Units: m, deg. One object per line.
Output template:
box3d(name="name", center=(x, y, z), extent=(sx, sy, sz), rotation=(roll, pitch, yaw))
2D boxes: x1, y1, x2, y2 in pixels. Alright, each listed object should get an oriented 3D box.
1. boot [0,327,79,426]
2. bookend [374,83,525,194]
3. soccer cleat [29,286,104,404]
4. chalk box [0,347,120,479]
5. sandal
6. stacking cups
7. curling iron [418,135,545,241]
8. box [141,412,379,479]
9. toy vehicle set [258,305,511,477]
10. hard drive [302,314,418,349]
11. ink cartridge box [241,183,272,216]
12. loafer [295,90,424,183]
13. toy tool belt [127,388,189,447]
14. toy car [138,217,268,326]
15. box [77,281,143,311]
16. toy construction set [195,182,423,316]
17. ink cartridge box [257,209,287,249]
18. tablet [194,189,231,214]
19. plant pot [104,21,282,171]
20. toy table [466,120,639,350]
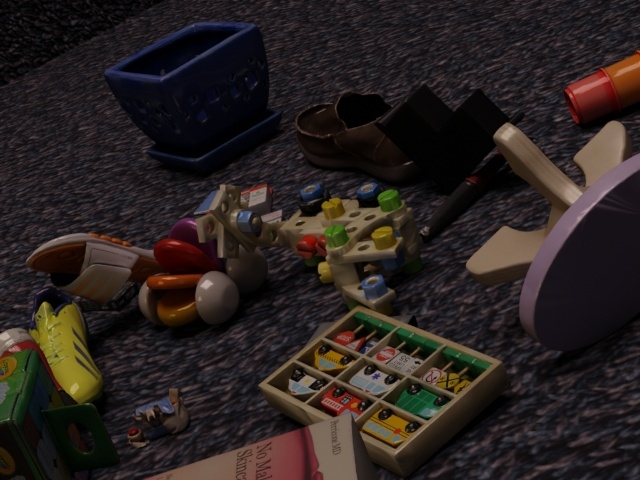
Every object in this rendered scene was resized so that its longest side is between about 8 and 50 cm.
box3d(name="boot", center=(-0.418, 0.257, 1.829), extent=(0.244, 0.088, 0.176), rotation=(-46, 64, 11))
box3d(name="bookend", center=(0.187, -0.176, 2.092), extent=(0.072, 0.157, 0.156), rotation=(-44, -4, -42))
box3d(name="soccer cleat", center=(-0.361, 0.151, 1.957), extent=(0.093, 0.121, 0.289), rotation=(-24, 23, -5))
box3d(name="chalk box", center=(-0.381, 0.257, 1.669), extent=(0.289, 0.180, 0.179), rotation=(-18, 23, 5))
box3d(name="sandal", center=(-0.296, 0.052, 2.083), extent=(0.265, 0.076, 0.102), rotation=(9, -34, -37))
box3d(name="stacking cups", center=(0.522, -0.271, 2.166), extent=(0.316, 0.096, 0.096), rotation=(-20, 23, 2))
box3d(name="curling iron", center=(0.232, -0.081, 2.071), extent=(0.274, 0.035, 0.068), rotation=(-36, 27, -31))
box3d(name="box", center=(-0.053, 0.284, 1.388), extent=(0.232, 0.127, 0.149), rotation=(-19, 22, 5))
box3d(name="toy vehicle set", center=(0.068, 0.165, 1.629), extent=(0.166, 0.035, 0.267), rotation=(-38, 30, -23))
box3d(name="hard drive", center=(0.045, 0.130, 1.781), extent=(0.135, 0.022, 0.094), rotation=(-7, 26, 30))
box3d(name="ink cartridge box", center=(-0.113, -0.065, 2.344), extent=(0.062, 0.029, 0.115), rotation=(-18, 23, 8))
box3d(name="loafer", center=(0.070, -0.194, 2.342), extent=(0.133, 0.130, 0.366), rotation=(-32, 25, -24))
box3d(name="toy tool belt", center=(-0.207, 0.216, 1.770), extent=(0.083, 0.051, 0.052), rotation=(-22, 23, 0))
box3d(name="toy car", center=(-0.178, 0.036, 2.036), extent=(0.159, 0.136, 0.182), rotation=(-4, 28, 36))
box3d(name="box", center=(-0.324, 0.083, 2.211), extent=(0.083, 0.018, 0.067), rotation=(-5, 28, 34))
box3d(name="toy construction set", center=(0.000, 0.000, 1.953), extent=(0.327, 0.151, 0.215), rotation=(14, 40, 30))
box3d(name="ink cartridge box", center=(-0.078, -0.020, 2.214), extent=(0.048, 0.028, 0.083), rotation=(-17, 23, 8))
box3d(name="tablet", center=(-0.178, -0.068, 2.437), extent=(0.054, 0.006, 0.083), rotation=(-10, 24, 26))
box3d(name="plant pot", center=(-0.224, -0.262, 2.645), extent=(0.236, 0.212, 0.236), rotation=(-33, 25, -27))
box3d(name="toy table", center=(0.298, -0.018, 1.636), extent=(0.274, 0.252, 0.161), rotation=(-35, 36, -13))
